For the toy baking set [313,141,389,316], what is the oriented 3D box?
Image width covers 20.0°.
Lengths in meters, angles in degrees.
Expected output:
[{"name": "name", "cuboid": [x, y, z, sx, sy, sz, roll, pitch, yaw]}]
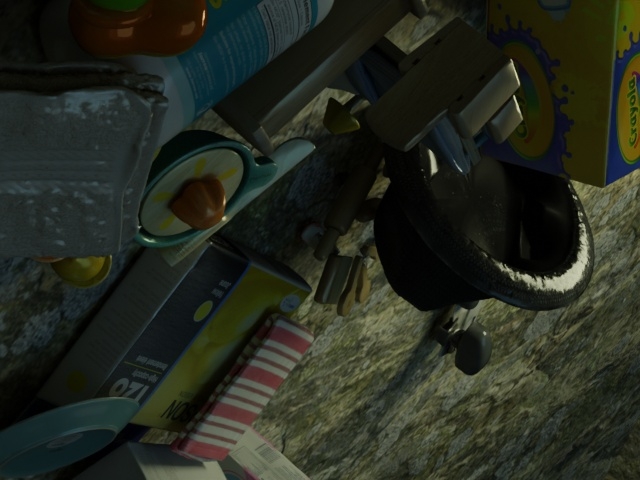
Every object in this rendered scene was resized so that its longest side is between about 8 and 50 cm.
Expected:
[{"name": "toy baking set", "cuboid": [0.054, -0.025, 2.153, 0.256, 0.030, 0.197, -63, 160, -17]}]

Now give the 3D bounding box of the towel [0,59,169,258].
[{"name": "towel", "cuboid": [-0.261, -0.054, 1.357, 0.282, 0.049, 0.187, -2, 138, -21]}]

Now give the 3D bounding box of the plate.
[{"name": "plate", "cuboid": [-0.270, 0.206, 1.845, 0.188, 0.024, 0.188, -19, 163, -6]}]

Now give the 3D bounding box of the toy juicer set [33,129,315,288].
[{"name": "toy juicer set", "cuboid": [-0.144, -0.021, 1.681, 0.209, 0.089, 0.329, -49, 152, 19]}]

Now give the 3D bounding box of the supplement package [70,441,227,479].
[{"name": "supplement package", "cuboid": [-0.185, 0.350, 2.075, 0.149, 0.194, 0.203, -34, 161, 15]}]

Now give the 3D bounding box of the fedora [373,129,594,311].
[{"name": "fedora", "cuboid": [0.161, -0.019, 2.085, 0.334, 0.334, 0.152, -19, 158, -52]}]

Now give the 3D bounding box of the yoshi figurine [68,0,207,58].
[{"name": "yoshi figurine", "cuboid": [-0.118, -0.300, 1.240, 0.203, 0.203, 0.362, -57, 161, -28]}]

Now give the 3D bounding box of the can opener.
[{"name": "can opener", "cuboid": [0.241, 0.079, 2.623, 0.076, 0.095, 0.283, -31, 152, -40]}]

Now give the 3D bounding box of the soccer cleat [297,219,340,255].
[{"name": "soccer cleat", "cuboid": [0.000, 0.000, 2.118, 0.029, 0.035, 0.083, -50, 158, 0]}]

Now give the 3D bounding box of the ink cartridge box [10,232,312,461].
[{"name": "ink cartridge box", "cuboid": [-0.170, 0.132, 1.968, 0.307, 0.072, 0.303, -54, 159, 4]}]

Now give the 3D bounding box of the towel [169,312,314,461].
[{"name": "towel", "cuboid": [-0.089, 0.168, 2.067, 0.197, 0.029, 0.144, -53, 162, 0]}]

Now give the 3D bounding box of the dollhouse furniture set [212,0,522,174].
[{"name": "dollhouse furniture set", "cuboid": [0.041, -0.104, 1.705, 0.198, 0.286, 0.303, -43, 150, -6]}]

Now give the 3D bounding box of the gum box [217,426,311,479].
[{"name": "gum box", "cuboid": [-0.085, 0.307, 2.243, 0.062, 0.188, 0.107, -27, 148, -44]}]

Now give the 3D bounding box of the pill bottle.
[{"name": "pill bottle", "cuboid": [-0.089, -0.201, 1.483, 0.264, 0.146, 0.146, -41, 156, -23]}]

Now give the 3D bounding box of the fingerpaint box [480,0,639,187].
[{"name": "fingerpaint box", "cuboid": [0.337, -0.324, 1.865, 0.371, 0.163, 0.445, -25, 124, -45]}]
